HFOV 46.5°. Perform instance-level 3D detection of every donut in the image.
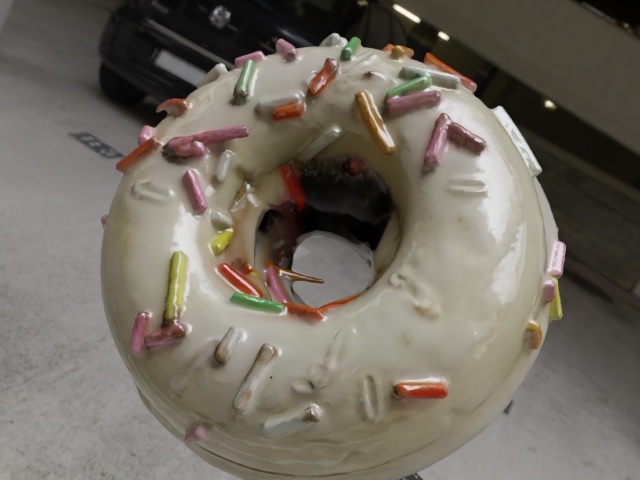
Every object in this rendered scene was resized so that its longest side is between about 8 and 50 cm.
[{"bbox_3d":[0.000,0.000,0.587,0.382,0.382,0.142,40,-11,24],"label":"donut"}]

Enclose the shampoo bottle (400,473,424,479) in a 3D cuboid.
[{"bbox_3d":[0.034,0.228,0.685,0.246,0.080,0.079,49,44,-13],"label":"shampoo bottle"}]
